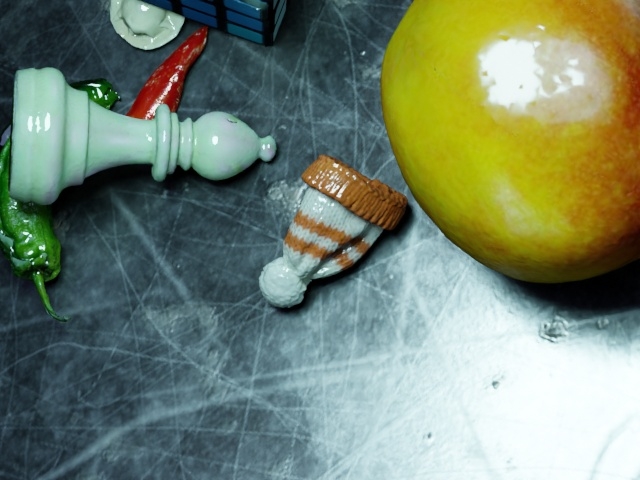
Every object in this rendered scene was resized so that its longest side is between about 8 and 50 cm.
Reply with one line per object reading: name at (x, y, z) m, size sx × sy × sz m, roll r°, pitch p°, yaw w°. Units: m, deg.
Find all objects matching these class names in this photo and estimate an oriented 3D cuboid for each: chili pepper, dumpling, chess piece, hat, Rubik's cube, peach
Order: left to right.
chili pepper at (-0.291, -0.043, 2.080) m, size 0.122 × 0.065 × 0.279 m, roll 0°, pitch 70°, yaw 18°
chess piece at (-0.179, -0.100, 2.016) m, size 0.271 × 0.139 × 0.139 m, roll 3°, pitch 70°, yaw -11°
dumpling at (-0.187, -0.239, 2.129) m, size 0.076 × 0.057 × 0.052 m, roll 1°, pitch 32°, yaw -12°
chili pepper at (-0.163, -0.163, 2.097) m, size 0.045 × 0.027 × 0.178 m, roll 31°, pitch 82°, yaw 26°
Rubik's cube at (-0.098, -0.311, 2.031) m, size 0.160 × 0.162 × 0.163 m, roll 20°, pitch 78°, yaw 2°
hat at (0.000, 0.000, 1.957) m, size 0.162 × 0.112 × 0.093 m, roll -58°, pitch 36°, yaw 5°
peach at (0.217, -0.115, 1.804) m, size 0.308 × 0.308 × 0.332 m, roll -46°, pitch 63°, yaw -1°
